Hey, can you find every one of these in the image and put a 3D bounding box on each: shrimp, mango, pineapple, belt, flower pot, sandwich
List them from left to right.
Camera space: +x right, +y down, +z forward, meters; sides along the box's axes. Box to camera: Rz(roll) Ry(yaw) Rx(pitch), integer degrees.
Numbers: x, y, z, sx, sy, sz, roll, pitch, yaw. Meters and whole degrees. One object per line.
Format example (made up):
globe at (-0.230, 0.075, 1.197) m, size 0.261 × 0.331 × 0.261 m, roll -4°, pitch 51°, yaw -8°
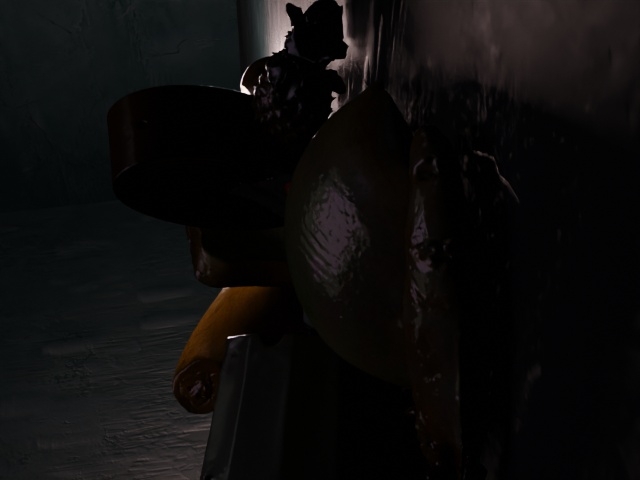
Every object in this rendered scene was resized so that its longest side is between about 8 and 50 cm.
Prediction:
belt at (-0.134, -0.111, 1.460) m, size 0.217 × 0.338 × 0.122 m, roll -29°, pitch 61°, yaw 41°
mango at (-0.113, 0.136, 1.660) m, size 0.359 × 0.144 × 0.187 m, roll -51°, pitch -1°, yaw -32°
sandwich at (-0.096, -0.010, 1.611) m, size 0.186 × 0.214 × 0.065 m, roll -104°, pitch 26°, yaw -42°
flower pot at (-0.024, 0.235, 1.105) m, size 0.290 × 0.290 × 0.259 m, roll 110°, pitch 163°, yaw -77°
pineapple at (-0.022, -0.206, 1.287) m, size 0.119 × 0.111 × 0.237 m, roll 53°, pitch 160°, yaw 7°
shrimp at (0.089, 0.064, 0.754) m, size 0.154 × 0.062 × 0.294 m, roll -73°, pitch -19°, yaw -74°

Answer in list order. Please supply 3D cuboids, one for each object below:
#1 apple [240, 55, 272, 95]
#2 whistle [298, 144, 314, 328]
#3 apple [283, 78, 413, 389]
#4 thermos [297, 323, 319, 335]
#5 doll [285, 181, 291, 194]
apple at (-0.073, -0.243, 1.720) m, size 0.114 × 0.099 × 0.102 m, roll 49°, pitch 162°, yaw 30°
whistle at (0.000, 0.000, 1.468) m, size 0.062 × 0.062 × 0.312 m, roll -103°, pitch 9°, yaw -47°
apple at (0.036, 0.023, 0.909) m, size 0.265 × 0.120 × 0.193 m, roll 86°, pitch 171°, yaw -45°
thermos at (-0.018, 0.221, 1.619) m, size 0.099 × 0.124 × 0.232 m, roll -126°, pitch 37°, yaw -64°
doll at (0.008, -0.018, 1.271) m, size 0.142 × 0.076 × 0.245 m, roll 51°, pitch 174°, yaw -3°
